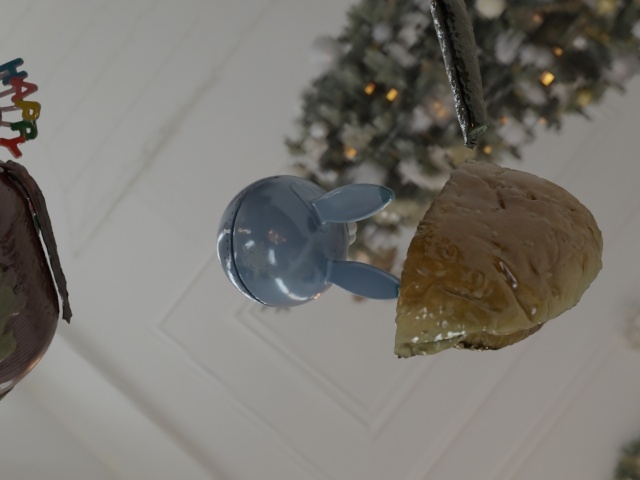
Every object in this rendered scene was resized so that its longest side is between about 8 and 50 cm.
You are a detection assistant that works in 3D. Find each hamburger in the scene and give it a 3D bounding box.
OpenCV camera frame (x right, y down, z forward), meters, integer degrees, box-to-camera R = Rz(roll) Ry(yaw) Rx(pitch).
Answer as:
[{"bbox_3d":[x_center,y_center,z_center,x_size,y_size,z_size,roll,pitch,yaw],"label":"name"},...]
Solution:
[{"bbox_3d":[0.147,0.020,1.171,0.155,0.135,0.207,10,-159,25],"label":"hamburger"}]

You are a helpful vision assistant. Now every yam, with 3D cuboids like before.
[{"bbox_3d":[0.111,-0.130,1.048,0.033,0.027,0.129,22,-128,-53],"label":"yam"}]

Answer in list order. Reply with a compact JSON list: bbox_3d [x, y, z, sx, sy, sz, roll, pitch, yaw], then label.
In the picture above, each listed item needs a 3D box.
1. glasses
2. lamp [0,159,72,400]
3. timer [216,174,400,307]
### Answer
[{"bbox_3d":[-0.366,-0.072,1.488,0.162,0.255,0.095,5,-176,19],"label":"glasses"},{"bbox_3d":[-0.301,0.029,1.117,0.180,0.180,0.258,40,150,46],"label":"lamp"},{"bbox_3d":[0.000,-0.005,1.603,0.255,0.175,0.175,-7,161,24],"label":"timer"}]
